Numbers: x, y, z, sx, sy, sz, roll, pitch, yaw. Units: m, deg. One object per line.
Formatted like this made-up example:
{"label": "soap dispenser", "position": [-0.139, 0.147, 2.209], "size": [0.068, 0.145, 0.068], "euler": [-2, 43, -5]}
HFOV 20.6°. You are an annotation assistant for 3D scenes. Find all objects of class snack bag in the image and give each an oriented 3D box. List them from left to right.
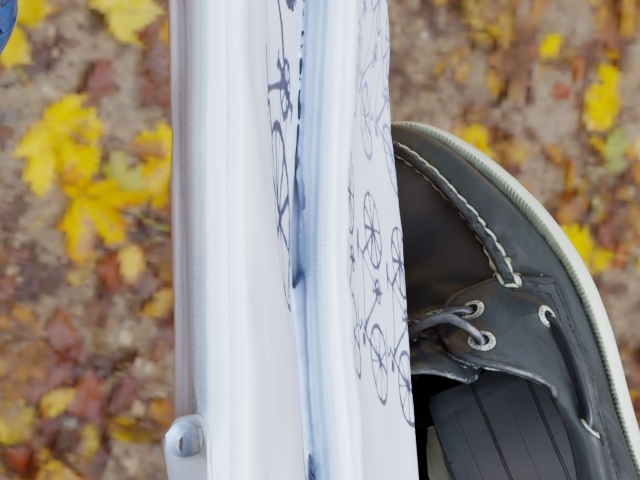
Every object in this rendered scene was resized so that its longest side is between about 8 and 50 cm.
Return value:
{"label": "snack bag", "position": [0.000, 0.000, 0.609], "size": [0.342, 0.037, 0.323], "euler": [61, 27, -70]}

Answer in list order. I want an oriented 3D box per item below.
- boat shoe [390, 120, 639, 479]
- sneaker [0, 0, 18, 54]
{"label": "boat shoe", "position": [0.070, 0.085, 0.824], "size": [0.113, 0.127, 0.340], "euler": [8, 57, -54]}
{"label": "sneaker", "position": [-0.201, -0.107, 0.576], "size": [0.209, 0.082, 0.069], "euler": [19, 50, -17]}
